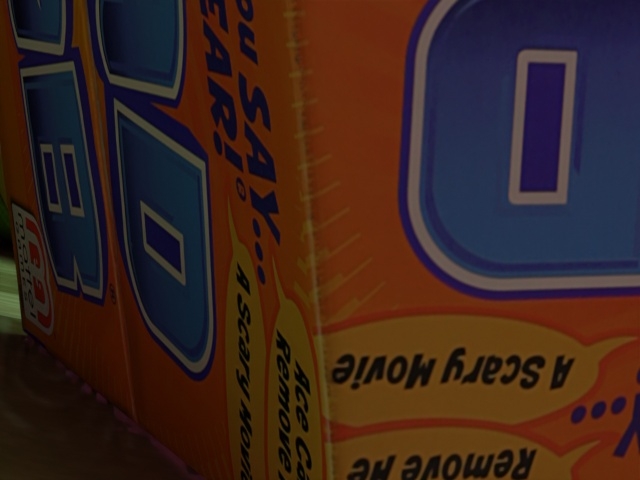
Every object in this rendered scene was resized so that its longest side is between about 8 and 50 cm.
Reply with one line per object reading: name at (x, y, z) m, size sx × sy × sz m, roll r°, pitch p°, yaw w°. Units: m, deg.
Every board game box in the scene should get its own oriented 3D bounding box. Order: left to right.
board game box at (0.078, -0.132, 0.646) m, size 0.356 × 0.356 × 0.356 m, roll -10°, pitch 12°, yaw -23°

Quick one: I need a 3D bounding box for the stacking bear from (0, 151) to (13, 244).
stacking bear at (-0.152, -0.063, 1.085) m, size 0.289 × 0.175 × 0.164 m, roll 16°, pitch -15°, yaw 46°
